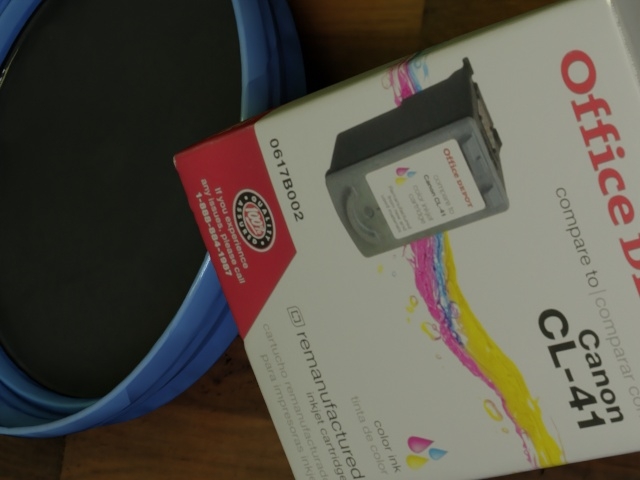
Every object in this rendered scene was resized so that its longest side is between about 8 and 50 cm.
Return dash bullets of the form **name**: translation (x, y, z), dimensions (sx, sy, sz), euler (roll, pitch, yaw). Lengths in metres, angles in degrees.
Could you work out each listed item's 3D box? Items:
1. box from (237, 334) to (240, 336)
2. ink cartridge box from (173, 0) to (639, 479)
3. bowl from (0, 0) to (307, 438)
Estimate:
- **box**: translation (0.000, 0.000, 1.108), dimensions (0.207, 0.036, 0.114), euler (-8, 78, 32)
- **ink cartridge box**: translation (0.095, 0.003, 0.907), dimensions (0.306, 0.131, 0.226), euler (-18, 94, 44)
- **bowl**: translation (-0.163, -0.058, 1.167), dimensions (0.391, 0.077, 0.391), euler (-12, 72, 41)
